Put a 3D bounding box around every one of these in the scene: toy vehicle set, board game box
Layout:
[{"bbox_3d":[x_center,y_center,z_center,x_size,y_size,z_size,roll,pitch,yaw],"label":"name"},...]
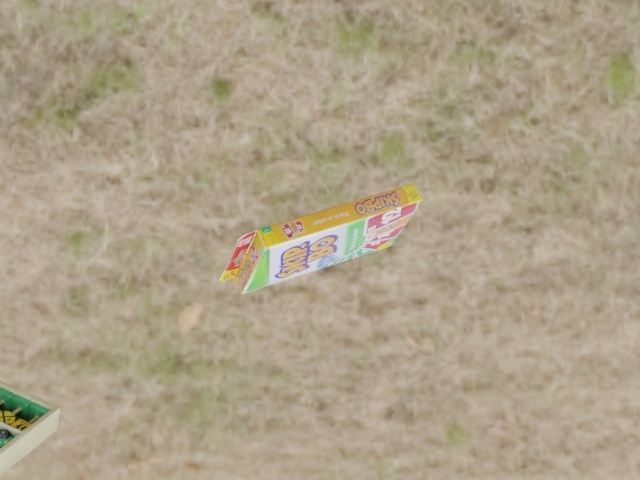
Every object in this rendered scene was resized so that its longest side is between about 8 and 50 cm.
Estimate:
[{"bbox_3d":[-0.474,0.205,1.335,0.267,0.166,0.035,20,118,17],"label":"toy vehicle set"},{"bbox_3d":[0.000,0.000,1.427,0.260,0.039,0.124,-15,156,-26],"label":"board game box"}]
